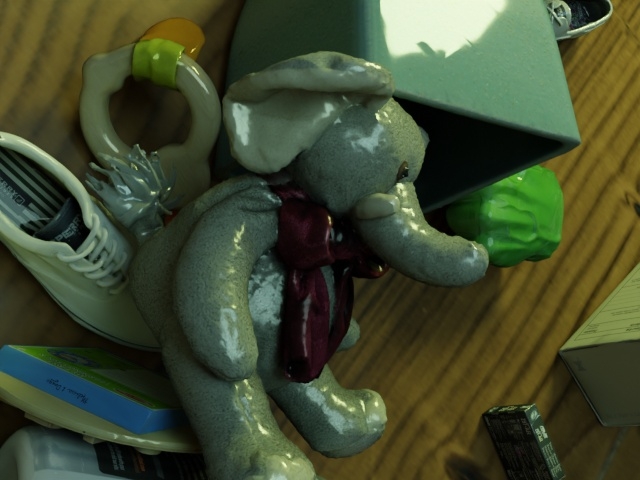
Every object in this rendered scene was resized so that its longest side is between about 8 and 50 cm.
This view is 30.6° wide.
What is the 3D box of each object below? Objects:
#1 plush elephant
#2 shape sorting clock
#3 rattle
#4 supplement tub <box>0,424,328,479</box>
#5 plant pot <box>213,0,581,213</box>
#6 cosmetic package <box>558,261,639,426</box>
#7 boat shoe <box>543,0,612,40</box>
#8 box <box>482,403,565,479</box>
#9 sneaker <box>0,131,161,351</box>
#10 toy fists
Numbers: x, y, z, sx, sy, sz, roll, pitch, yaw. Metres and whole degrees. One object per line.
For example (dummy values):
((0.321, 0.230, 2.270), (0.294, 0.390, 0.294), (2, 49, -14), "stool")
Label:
((0.000, 0.000, 0.887), (0.330, 0.255, 0.272), (56, 15, 14), "plush elephant")
((-0.159, 0.123, 0.904), (0.206, 0.206, 0.040), (18, 92, -30), "shape sorting clock")
((-0.140, -0.087, 1.061), (0.130, 0.143, 0.200), (-19, 108, -4), "rattle")
((-0.100, 0.259, 0.897), (0.315, 0.193, 0.194), (14, 72, -25), "supplement tub")
((0.063, -0.190, 1.096), (0.247, 0.247, 0.252), (10, 70, -34), "plant pot")
((0.433, 0.073, 1.338), (0.309, 0.160, 0.113), (-40, 103, -32), "cosmetic package")
((0.264, -0.255, 1.350), (0.184, 0.063, 0.066), (-8, 85, -35), "boat shoe")
((0.209, 0.212, 1.212), (0.018, 0.067, 0.083), (-26, 94, -36), "box")
((-0.198, 0.008, 0.952), (0.258, 0.091, 0.094), (38, 79, -18), "sneaker")
((0.183, -0.110, 1.240), (0.142, 0.096, 0.279), (15, 74, -50), "toy fists")
